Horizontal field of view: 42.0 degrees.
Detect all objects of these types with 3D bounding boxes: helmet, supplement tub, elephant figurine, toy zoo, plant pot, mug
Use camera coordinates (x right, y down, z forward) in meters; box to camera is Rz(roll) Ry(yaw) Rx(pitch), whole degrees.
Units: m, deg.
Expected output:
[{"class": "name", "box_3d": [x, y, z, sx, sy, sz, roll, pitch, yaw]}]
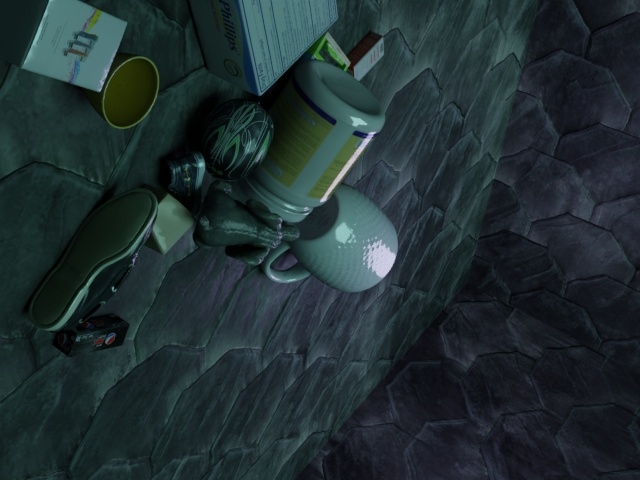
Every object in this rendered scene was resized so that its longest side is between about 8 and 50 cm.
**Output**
[{"class": "helmet", "box_3d": [-0.185, -0.224, 1.814, 0.169, 0.169, 0.161, -44, 172, -34]}, {"class": "supplement tub", "box_3d": [-0.029, -0.230, 1.964, 0.331, 0.241, 0.241, -52, 162, 27]}, {"class": "elephant figurine", "box_3d": [-0.153, -0.029, 1.857, 0.169, 0.239, 0.186, 121, -14, -52]}, {"class": "toy zoo", "box_3d": [-0.033, -0.372, 2.128, 0.293, 0.030, 0.192, -60, 156, -1]}, {"class": "plant pot", "box_3d": [-0.351, -0.054, 1.763, 0.109, 0.109, 0.096, -51, 143, -23]}, {"class": "plant pot", "box_3d": [-0.368, -0.279, 1.480, 0.134, 0.095, 0.134, -44, 151, -32]}, {"class": "mug", "box_3d": [0.000, 0.000, 2.363, 0.374, 0.276, 0.328, -33, 152, 10]}]

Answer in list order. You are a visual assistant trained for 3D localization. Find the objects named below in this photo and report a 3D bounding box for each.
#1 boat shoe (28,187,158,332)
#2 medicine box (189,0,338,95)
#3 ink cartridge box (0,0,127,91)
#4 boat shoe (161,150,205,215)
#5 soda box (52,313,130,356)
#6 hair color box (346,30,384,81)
[{"class": "boat shoe", "box_3d": [-0.434, 0.047, 1.670, 0.340, 0.127, 0.113, -56, 157, -8]}, {"class": "medicine box", "box_3d": [-0.111, -0.496, 1.691, 0.289, 0.149, 0.263, -49, 154, -25]}, {"class": "ink cartridge box", "box_3d": [-0.417, -0.325, 1.291, 0.127, 0.128, 0.176, -65, 157, 8]}, {"class": "boat shoe", "box_3d": [-0.308, -0.119, 1.830, 0.083, 0.065, 0.183, -18, 145, -28]}, {"class": "soda box", "box_3d": [-0.495, 0.204, 1.807, 0.169, 0.053, 0.060, -4, 120, -62]}, {"class": "hair color box", "box_3d": [0.117, -0.498, 2.275, 0.141, 0.043, 0.072, -48, 153, -25]}]
